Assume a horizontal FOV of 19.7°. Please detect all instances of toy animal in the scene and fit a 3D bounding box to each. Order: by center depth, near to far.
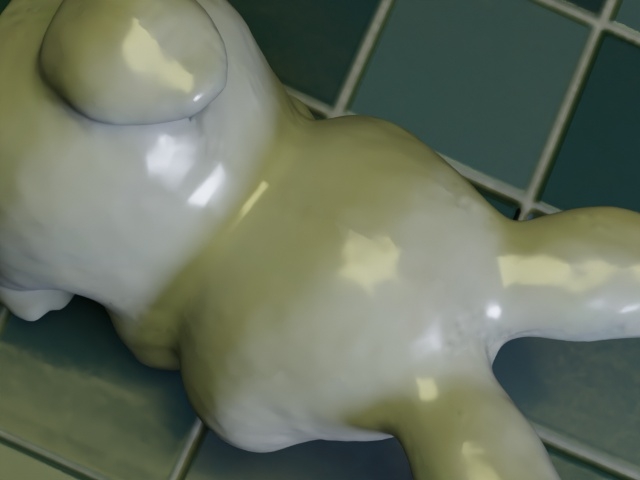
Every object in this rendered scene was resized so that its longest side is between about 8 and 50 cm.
[{"bbox_3d":[-0.004,0.001,0.924,0.367,0.241,0.196,32,73,1],"label":"toy animal"}]
